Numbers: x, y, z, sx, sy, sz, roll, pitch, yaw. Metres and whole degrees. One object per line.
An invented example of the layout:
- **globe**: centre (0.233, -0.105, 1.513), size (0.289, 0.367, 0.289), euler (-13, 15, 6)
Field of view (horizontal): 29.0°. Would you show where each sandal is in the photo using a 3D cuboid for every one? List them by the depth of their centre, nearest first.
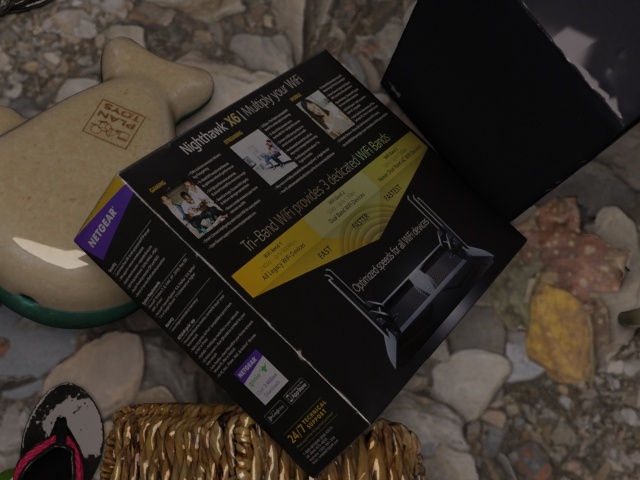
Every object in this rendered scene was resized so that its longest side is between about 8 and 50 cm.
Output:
- **sandal**: centre (-0.221, 0.200, 0.997), size (0.067, 0.040, 0.179), euler (21, 67, -9)

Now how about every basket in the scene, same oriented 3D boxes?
- **basket**: centre (-0.047, 0.281, 0.983), size (0.213, 0.223, 0.299), euler (12, 76, -36)

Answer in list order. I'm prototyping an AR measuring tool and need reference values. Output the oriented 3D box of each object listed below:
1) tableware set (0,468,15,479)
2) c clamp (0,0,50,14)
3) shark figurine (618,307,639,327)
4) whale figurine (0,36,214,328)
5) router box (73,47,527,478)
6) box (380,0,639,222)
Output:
- **tableware set**: centre (-0.260, 0.269, 1.003), size (0.104, 0.024, 0.154), euler (-17, 79, -17)
- **c clamp**: centre (-0.292, -0.254, 1.063), size (0.137, 0.022, 0.161), euler (-41, 127, 4)
- **shark figurine**: centre (0.376, 0.026, 1.082), size (0.116, 0.166, 0.278), euler (42, 59, -21)
- **whale figurine**: centre (-0.185, -0.046, 1.033), size (0.216, 0.141, 0.272), euler (21, 54, -1)
- **router box**: centre (0.000, 0.000, 0.958), size (0.243, 0.081, 0.309), euler (45, 38, 5)
- **box**: centre (0.240, -0.197, 0.973), size (0.312, 0.343, 0.179), euler (-37, 85, -10)
